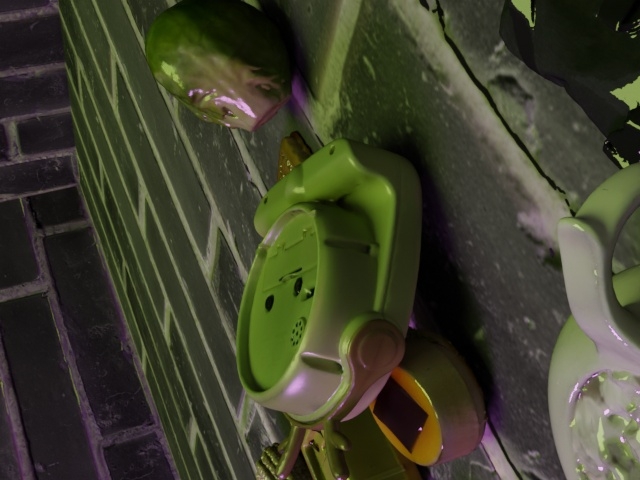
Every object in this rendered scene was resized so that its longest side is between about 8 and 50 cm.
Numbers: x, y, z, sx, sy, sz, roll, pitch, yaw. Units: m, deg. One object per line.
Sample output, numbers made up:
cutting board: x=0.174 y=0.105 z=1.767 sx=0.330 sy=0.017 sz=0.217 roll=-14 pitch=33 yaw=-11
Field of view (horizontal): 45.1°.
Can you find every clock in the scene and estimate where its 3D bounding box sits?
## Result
clock: x=0.038 y=0.250 z=0.934 sx=0.143 sy=0.096 sz=0.202 roll=103 pitch=147 yaw=-54
clock: x=-0.004 y=0.071 z=0.744 sx=0.235 sy=0.096 sz=0.307 roll=-29 pitch=51 yaw=57

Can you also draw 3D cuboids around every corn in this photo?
corn: x=-0.039 y=0.418 z=1.249 sx=0.211 sy=0.087 sz=0.087 roll=45 pitch=144 yaw=52

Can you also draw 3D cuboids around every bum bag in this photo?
bum bag: x=0.161 y=-0.114 z=0.454 sx=0.197 sy=0.049 sz=0.087 roll=59 pitch=149 yaw=36

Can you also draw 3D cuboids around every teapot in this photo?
teapot: x=0.193 y=0.101 z=0.399 sx=0.204 sy=0.139 sz=0.298 roll=-168 pitch=64 yaw=-69

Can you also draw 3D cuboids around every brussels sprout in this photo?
brussels sprout: x=-0.116 y=-0.217 z=0.926 sx=0.181 sy=0.144 sz=0.161 roll=39 pitch=-165 yaw=-11

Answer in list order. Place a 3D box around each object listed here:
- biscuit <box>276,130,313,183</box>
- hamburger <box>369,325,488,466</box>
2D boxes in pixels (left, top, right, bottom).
biscuit: x=0.000 y=0.000 z=0.953 sx=0.172 sy=0.029 sz=0.254 roll=96 pitch=150 yaw=-44
hamburger: x=0.099 y=0.143 z=0.735 sx=0.141 sy=0.082 sz=0.126 roll=32 pitch=136 yaw=43
